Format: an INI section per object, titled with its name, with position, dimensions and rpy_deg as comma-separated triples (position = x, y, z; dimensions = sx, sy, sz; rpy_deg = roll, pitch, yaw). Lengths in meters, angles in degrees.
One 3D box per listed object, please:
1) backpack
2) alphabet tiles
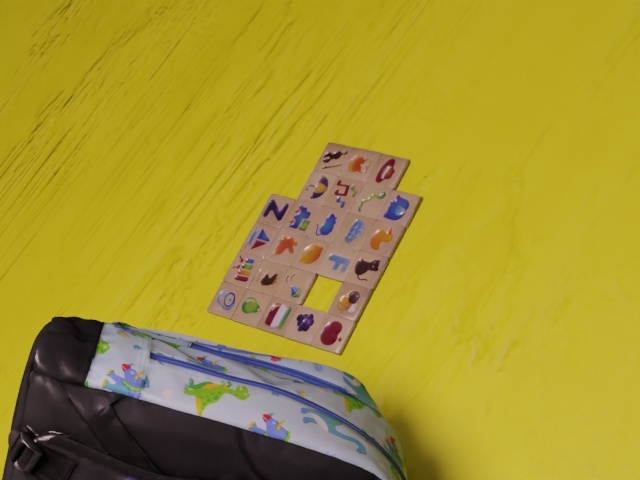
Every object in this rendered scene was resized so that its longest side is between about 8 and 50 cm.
[backpack]
position = -0.091, 0.223, 1.475
dimensions = 0.355, 0.290, 0.273
rpy_deg = 14, 22, 6
[alphabet tiles]
position = 0.000, 0.000, 1.789
dimensions = 0.198, 0.009, 0.237
rpy_deg = 15, 69, 40
